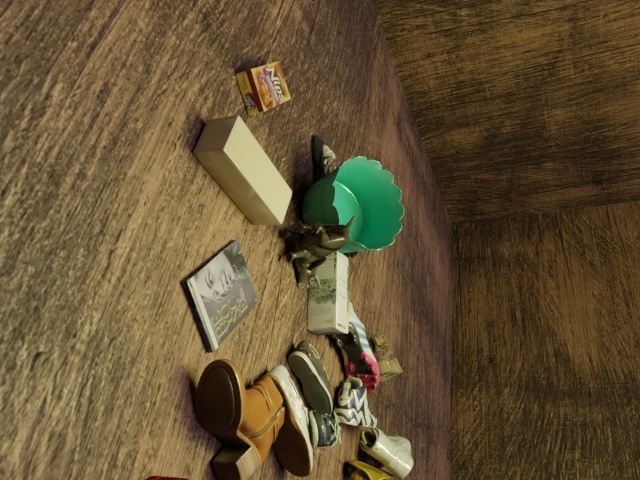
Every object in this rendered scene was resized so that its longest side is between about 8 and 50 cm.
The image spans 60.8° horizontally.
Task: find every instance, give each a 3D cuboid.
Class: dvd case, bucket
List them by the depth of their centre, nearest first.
[{"bbox_3d":[-0.209,0.113,1.183,0.221,0.018,0.165,-49,128,-60],"label":"dvd case"},{"bbox_3d":[0.094,-0.093,1.623,0.281,0.183,0.281,9,75,-35],"label":"bucket"}]

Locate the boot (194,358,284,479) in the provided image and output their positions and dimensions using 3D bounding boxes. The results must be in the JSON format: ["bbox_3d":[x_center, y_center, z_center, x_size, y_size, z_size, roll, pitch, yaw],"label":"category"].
[{"bbox_3d":[-0.147,0.338,1.138,0.220,0.109,0.284,-37,119,-62],"label":"boot"}]

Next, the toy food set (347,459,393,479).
[{"bbox_3d":[0.148,0.744,1.703,0.071,0.128,0.218,-67,153,-14],"label":"toy food set"}]

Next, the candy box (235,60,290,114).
[{"bbox_3d":[-0.148,-0.407,1.444,0.187,0.053,0.109,-54,131,-60],"label":"candy box"}]

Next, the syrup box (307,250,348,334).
[{"bbox_3d":[0.024,0.156,1.615,0.096,0.093,0.237,36,50,-60],"label":"syrup box"}]

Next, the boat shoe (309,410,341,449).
[{"bbox_3d":[0.013,0.488,1.397,0.254,0.079,0.095,87,0,-64],"label":"boat shoe"}]

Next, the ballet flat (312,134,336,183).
[{"bbox_3d":[0.017,-0.245,1.753,0.074,0.074,0.203,22,63,-64],"label":"ballet flat"}]

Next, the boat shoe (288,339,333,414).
[{"bbox_3d":[-0.013,0.373,1.475,0.228,0.081,0.069,68,31,-25],"label":"boat shoe"}]

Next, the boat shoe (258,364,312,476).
[{"bbox_3d":[-0.067,0.431,1.313,0.096,0.098,0.277,-38,117,-63],"label":"boat shoe"}]

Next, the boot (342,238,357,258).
[{"bbox_3d":[0.073,0.004,1.766,0.045,0.099,0.121,52,37,-52],"label":"boot"}]

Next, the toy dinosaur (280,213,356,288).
[{"bbox_3d":[0.000,0.000,1.474,0.160,0.313,0.121,9,46,-43],"label":"toy dinosaur"}]

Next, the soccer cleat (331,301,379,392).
[{"bbox_3d":[0.121,0.342,1.756,0.143,0.115,0.331,-73,149,-54],"label":"soccer cleat"}]

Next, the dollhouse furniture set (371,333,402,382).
[{"bbox_3d":[0.195,0.424,1.978,0.182,0.101,0.161,29,32,-61],"label":"dollhouse furniture set"}]

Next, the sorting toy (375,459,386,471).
[{"bbox_3d":[0.219,0.813,1.929,0.061,0.042,0.102,10,74,-66],"label":"sorting toy"}]

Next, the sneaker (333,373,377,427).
[{"bbox_3d":[0.120,0.506,1.727,0.235,0.094,0.153,29,64,-50],"label":"sneaker"}]

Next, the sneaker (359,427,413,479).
[{"bbox_3d":[0.216,0.687,1.858,0.108,0.169,0.292,-50,176,-5],"label":"sneaker"}]

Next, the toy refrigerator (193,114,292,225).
[{"bbox_3d":[-0.174,-0.152,1.258,0.269,0.094,0.102,53,43,-47],"label":"toy refrigerator"}]

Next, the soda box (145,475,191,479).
[{"bbox_3d":[-0.295,0.442,0.797,0.263,0.083,0.092,-2,86,-67],"label":"soda box"}]
